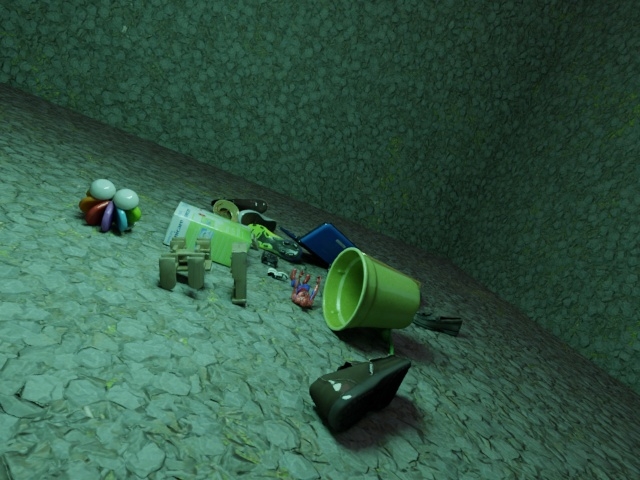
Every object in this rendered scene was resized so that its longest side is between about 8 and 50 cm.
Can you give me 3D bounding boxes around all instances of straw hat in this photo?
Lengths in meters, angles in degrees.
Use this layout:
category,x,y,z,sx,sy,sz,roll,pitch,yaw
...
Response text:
category,x,y,z,sx,sy,sz,roll,pitch,yaw
straw hat,-0.454,-0.119,2.098,0.145,0.144,0.061,15,-27,-40

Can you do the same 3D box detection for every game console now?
category,x,y,z,sx,sy,sz,roll,pitch,yaw
game console,0.000,0.000,2.075,0.293,0.250,0.173,40,25,-43

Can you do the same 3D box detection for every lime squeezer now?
category,x,y,z,sx,sy,sz,roll,pitch,yaw
lime squeezer,0.207,0.314,1.567,0.110,0.058,0.310,18,14,-33

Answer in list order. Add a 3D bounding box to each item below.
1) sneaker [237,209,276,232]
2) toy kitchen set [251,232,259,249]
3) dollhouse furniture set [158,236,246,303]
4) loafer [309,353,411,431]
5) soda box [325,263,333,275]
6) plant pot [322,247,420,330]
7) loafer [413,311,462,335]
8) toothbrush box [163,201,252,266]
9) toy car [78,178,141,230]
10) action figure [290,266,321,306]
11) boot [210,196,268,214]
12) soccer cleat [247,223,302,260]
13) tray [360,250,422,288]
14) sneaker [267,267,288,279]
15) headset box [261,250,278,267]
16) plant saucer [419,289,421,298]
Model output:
category,x,y,z,sx,sy,sz,roll,pitch,yaw
sneaker,-0.339,-0.094,2.179,0.123,0.105,0.290,23,1,25
toy kitchen set,-0.314,0.019,1.887,0.084,0.075,0.068,-5,51,9
dollhouse furniture set,-0.342,0.095,1.328,0.243,0.160,0.212,0,16,-9
loafer,0.105,0.332,1.082,0.130,0.133,0.366,32,14,30
soda box,0.112,0.162,2.044,0.169,0.053,0.060,21,12,-21
plant pot,0.180,0.188,1.498,0.254,0.275,0.276,17,14,-23
loafer,0.513,0.347,1.969,0.268,0.084,0.096,19,13,-26
toothbrush box,-0.406,-0.020,1.634,0.284,0.122,0.206,20,12,-15
toy car,-0.672,-0.093,1.418,0.182,0.159,0.136,24,46,-8
action figure,-0.054,0.144,1.605,0.092,0.138,0.280,21,15,-11
boot,-0.398,-0.170,2.221,0.249,0.090,0.207,-2,-3,7
soccer cleat,-0.212,0.017,2.004,0.290,0.093,0.121,25,-14,16
tray,0.288,0.176,2.224,0.411,0.076,0.203,29,23,13
sneaker,-0.163,0.134,1.683,0.084,0.031,0.037,20,25,2
headset box,-0.209,0.075,1.828,0.062,0.032,0.083,22,13,-13
plant saucer,0.414,0.221,2.433,0.318,0.043,0.317,23,12,-5
